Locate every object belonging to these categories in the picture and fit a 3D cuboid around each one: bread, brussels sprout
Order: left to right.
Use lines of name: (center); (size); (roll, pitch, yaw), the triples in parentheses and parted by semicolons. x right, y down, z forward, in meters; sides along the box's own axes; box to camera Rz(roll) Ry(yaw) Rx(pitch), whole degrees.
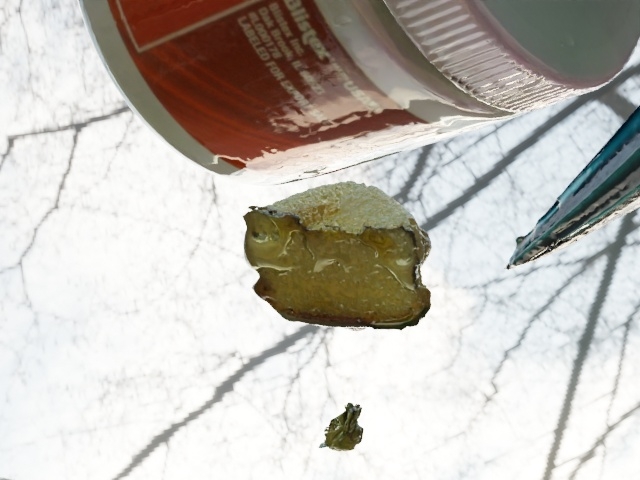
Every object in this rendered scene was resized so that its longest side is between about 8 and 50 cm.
bread: (0.033, 0.010, 1.483); (0.251, 0.133, 0.174); (2, -56, 25)
brussels sprout: (0.040, 0.282, 1.736); (0.058, 0.085, 0.085); (23, -54, 7)

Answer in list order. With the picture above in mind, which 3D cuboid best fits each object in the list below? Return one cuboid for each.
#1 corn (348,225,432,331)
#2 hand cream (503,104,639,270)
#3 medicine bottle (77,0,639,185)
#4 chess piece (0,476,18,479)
corn: (0.099, 0.056, 1.824); (0.086, 0.086, 0.253); (10, -42, -27)
hand cream: (0.158, -0.061, 0.396); (0.120, 0.061, 0.270); (-31, -13, -24)
medicine bottle: (0.022, -0.174, 0.655); (0.241, 0.252, 0.252); (-14, -35, 42)
chess piece: (-0.240, 0.287, 1.003); (0.167, 0.167, 0.300); (-30, -29, 7)
